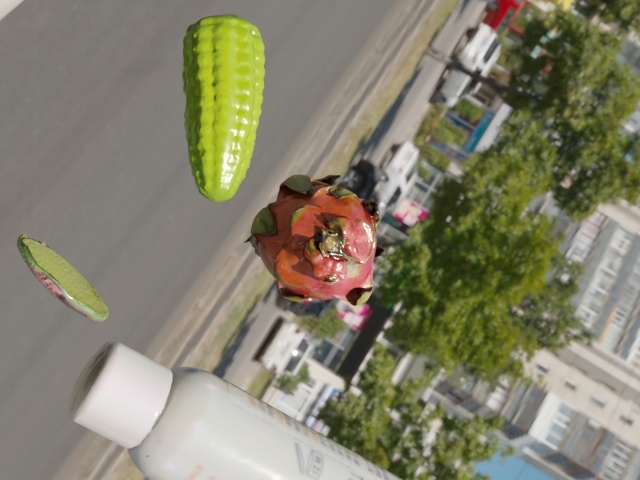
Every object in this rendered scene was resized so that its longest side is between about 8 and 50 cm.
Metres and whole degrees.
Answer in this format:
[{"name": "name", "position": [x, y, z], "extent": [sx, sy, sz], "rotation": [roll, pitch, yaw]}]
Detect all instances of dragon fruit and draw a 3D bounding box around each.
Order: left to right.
[{"name": "dragon fruit", "position": [-0.001, -0.001, 1.396], "extent": [0.227, 0.224, 0.224], "rotation": [7, -121, 50]}]

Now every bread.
[{"name": "bread", "position": [-0.495, 0.075, 1.593], "extent": [0.033, 0.228, 0.228], "rotation": [-45, 176, -4]}]

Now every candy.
[{"name": "candy", "position": [-0.110, -0.144, 0.926], "extent": [0.097, 0.097, 0.209], "rotation": [111, -20, -76]}]

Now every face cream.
[{"name": "face cream", "position": [-0.044, 0.154, 0.570], "extent": [0.082, 0.269, 0.082], "rotation": [-48, -158, 26]}]

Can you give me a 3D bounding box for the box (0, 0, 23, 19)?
[{"name": "box", "position": [-0.534, -0.402, 1.108], "extent": [0.349, 0.288, 0.141], "rotation": [-25, -168, 30]}]
